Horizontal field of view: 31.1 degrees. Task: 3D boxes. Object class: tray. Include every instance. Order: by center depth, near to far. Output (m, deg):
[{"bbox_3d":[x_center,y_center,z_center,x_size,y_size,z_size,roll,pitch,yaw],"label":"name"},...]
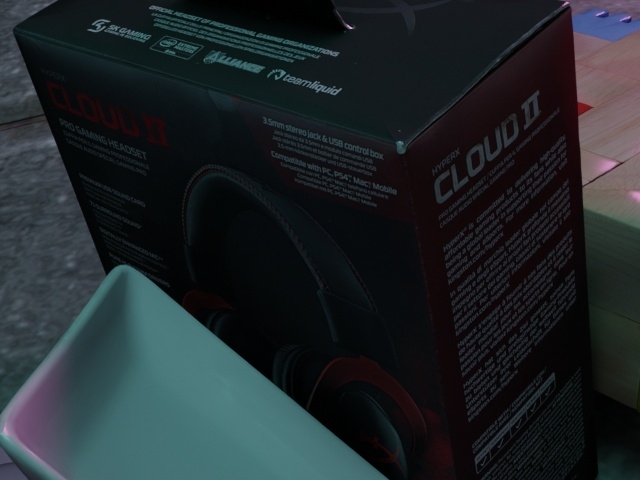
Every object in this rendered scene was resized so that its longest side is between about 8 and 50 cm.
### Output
[{"bbox_3d":[0.008,0.125,0.407,0.030,0.270,0.145,-47,8,16],"label":"tray"}]

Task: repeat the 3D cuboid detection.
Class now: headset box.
[{"bbox_3d":[0.000,0.000,0.520,0.218,0.293,0.110,21,49,36],"label":"headset box"}]

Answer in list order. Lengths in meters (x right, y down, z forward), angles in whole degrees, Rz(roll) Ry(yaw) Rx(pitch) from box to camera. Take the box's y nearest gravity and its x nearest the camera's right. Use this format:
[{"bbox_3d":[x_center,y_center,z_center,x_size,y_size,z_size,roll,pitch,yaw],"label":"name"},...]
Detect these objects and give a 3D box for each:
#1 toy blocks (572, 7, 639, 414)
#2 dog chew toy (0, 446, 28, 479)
[{"bbox_3d":[0.137,-0.056,0.677,0.261,0.191,0.381,-27,37,-36],"label":"toy blocks"},{"bbox_3d":[-0.100,0.176,0.413,0.206,0.207,0.332,-7,29,8],"label":"dog chew toy"}]
